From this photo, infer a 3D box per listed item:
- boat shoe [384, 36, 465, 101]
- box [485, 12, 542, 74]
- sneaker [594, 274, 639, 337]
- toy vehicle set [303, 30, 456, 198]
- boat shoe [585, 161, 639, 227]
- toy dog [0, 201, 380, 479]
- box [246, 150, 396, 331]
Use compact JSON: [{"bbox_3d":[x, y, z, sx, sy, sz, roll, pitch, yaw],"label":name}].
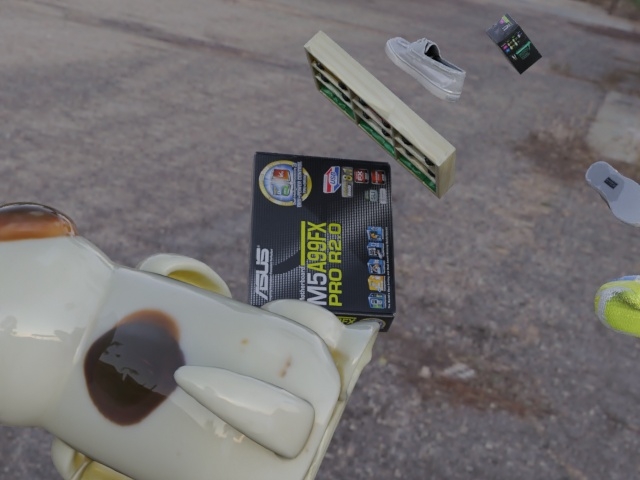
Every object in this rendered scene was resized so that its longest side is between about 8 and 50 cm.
[{"bbox_3d":[0.173,-0.296,1.720,0.066,0.063,0.184,5,33,-34],"label":"boat shoe"},{"bbox_3d":[0.342,-0.348,1.858,0.083,0.052,0.062,43,14,-31],"label":"box"},{"bbox_3d":[0.482,0.088,1.390,0.240,0.091,0.126,14,15,5],"label":"sneaker"},{"bbox_3d":[0.089,-0.181,1.533,0.267,0.035,0.166,43,-5,15],"label":"toy vehicle set"},{"bbox_3d":[0.389,-0.055,1.347,0.040,0.049,0.142,40,15,-31],"label":"boat shoe"},{"bbox_3d":[-0.189,0.138,1.015,0.407,0.285,0.395,22,0,8],"label":"toy dog"},{"bbox_3d":[0.000,0.000,1.575,0.216,0.270,0.060,5,-30,-8],"label":"box"}]
